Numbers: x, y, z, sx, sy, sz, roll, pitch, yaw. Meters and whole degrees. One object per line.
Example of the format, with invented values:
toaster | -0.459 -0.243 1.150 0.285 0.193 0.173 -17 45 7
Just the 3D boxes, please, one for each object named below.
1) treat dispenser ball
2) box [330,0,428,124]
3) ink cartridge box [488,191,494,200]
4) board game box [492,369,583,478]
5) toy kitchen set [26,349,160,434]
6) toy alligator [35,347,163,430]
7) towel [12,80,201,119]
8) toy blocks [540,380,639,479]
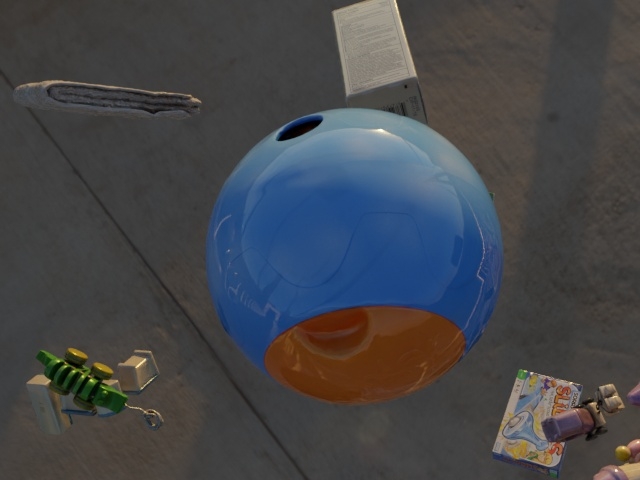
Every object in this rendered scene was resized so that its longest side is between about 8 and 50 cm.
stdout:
treat dispenser ball | 0.032 0.015 0.784 0.288 0.288 0.288 -2 66 4
box | 0.115 -0.354 1.615 0.148 0.121 0.311 -14 46 10
ink cartridge box | 0.203 0.011 1.143 0.062 0.209 0.109 8 76 9
board game box | 0.450 0.375 1.650 0.136 0.035 0.201 11 55 25
toy kitchen set | -0.462 0.313 1.660 0.207 0.122 0.166 0 22 24
toy alligator | -0.288 0.191 1.019 0.189 0.051 0.056 29 89 6
towel | -0.366 -0.237 1.379 0.282 0.187 0.049 0 96 -37
toy blocks | 0.416 0.369 1.198 0.260 0.288 0.309 -6 60 -21
